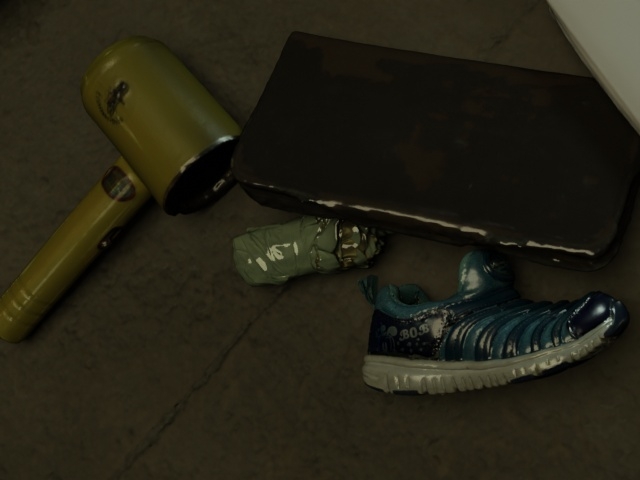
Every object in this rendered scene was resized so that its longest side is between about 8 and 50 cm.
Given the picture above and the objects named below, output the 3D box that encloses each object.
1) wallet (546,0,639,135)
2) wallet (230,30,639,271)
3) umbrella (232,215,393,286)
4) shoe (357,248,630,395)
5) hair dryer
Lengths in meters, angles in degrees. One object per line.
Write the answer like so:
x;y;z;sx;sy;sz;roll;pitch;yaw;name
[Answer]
0.242;-0.144;1.116;0.095;0.033;0.190;-34;62;3;wallet
0.092;-0.073;1.159;0.309;0.042;0.165;12;64;20;wallet
0.000;0.000;1.202;0.143;0.062;0.067;-20;43;18;umbrella
0.124;0.058;1.124;0.207;0.091;0.106;-5;87;24;shoe
-0.191;-0.030;1.267;0.278;0.090;0.135;-47;71;16;hair dryer
